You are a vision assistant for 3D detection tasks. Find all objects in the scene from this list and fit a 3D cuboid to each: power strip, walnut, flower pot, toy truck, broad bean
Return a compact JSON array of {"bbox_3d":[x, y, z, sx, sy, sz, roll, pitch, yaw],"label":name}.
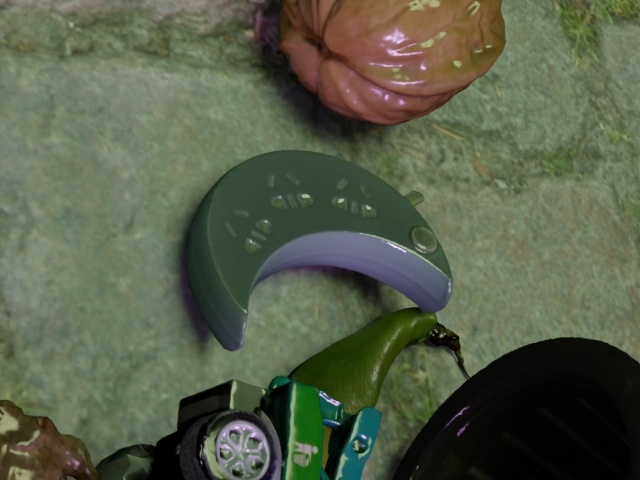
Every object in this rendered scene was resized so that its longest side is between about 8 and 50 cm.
[{"bbox_3d":[0.000,0.000,1.224,0.253,0.054,0.167,-11,63,-35],"label":"power strip"},{"bbox_3d":[0.069,-0.202,1.316,0.213,0.213,0.213,18,57,-31],"label":"walnut"},{"bbox_3d":[0.245,0.280,1.155,0.330,0.293,0.293,36,49,-28],"label":"flower pot"},{"bbox_3d":[-0.053,0.257,0.980,0.178,0.176,0.363,21,62,-28],"label":"toy truck"},{"bbox_3d":[0.026,0.128,1.203,0.318,0.056,0.098,-24,83,-45],"label":"broad bean"}]

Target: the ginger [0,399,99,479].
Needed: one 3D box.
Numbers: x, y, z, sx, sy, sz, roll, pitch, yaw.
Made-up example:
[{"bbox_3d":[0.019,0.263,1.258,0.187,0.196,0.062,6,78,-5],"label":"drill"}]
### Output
[{"bbox_3d":[-0.216,0.236,0.932,0.122,0.084,0.290,32,51,-30],"label":"ginger"}]
